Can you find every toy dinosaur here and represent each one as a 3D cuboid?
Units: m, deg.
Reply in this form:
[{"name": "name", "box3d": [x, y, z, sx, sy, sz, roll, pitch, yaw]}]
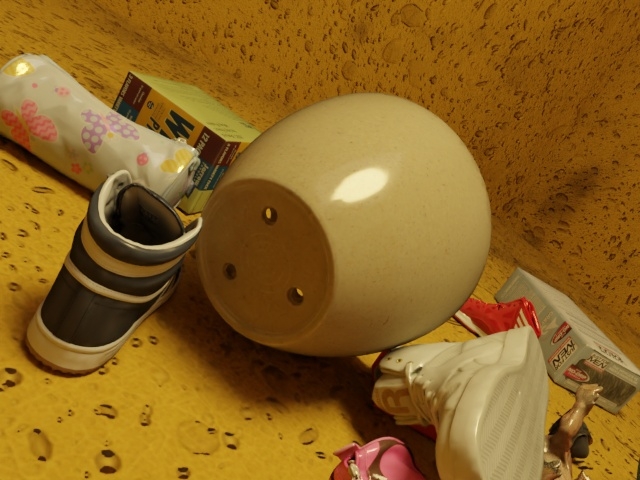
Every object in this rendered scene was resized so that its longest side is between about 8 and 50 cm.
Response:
[{"name": "toy dinosaur", "box3d": [0.237, 0.284, 0.555, 0.295, 0.127, 0.200, -23, 98, -52]}]

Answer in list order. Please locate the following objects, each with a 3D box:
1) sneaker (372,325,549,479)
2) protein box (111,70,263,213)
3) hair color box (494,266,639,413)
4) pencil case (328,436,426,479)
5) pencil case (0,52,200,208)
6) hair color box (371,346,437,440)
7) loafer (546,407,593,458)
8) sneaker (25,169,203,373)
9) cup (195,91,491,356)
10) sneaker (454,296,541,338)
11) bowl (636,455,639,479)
[{"name": "sneaker", "box3d": [0.120, 0.169, 0.520, 0.292, 0.169, 0.108, -12, 87, -62]}, {"name": "protein box", "box3d": [-0.220, -0.165, 0.909, 0.201, 0.136, 0.200, 36, 18, 10]}, {"name": "hair color box", "box3d": [0.589, 0.227, 1.297, 0.185, 0.114, 0.374, 28, 18, -13]}, {"name": "pencil case", "box3d": [0.073, 0.256, 0.403, 0.209, 0.095, 0.098, 54, -8, 51]}, {"name": "pencil case", "box3d": [-0.301, -0.133, 0.715, 0.273, 0.124, 0.113, 31, 19, -4]}, {"name": "hair color box", "box3d": [0.150, 0.212, 0.699, 0.167, 0.053, 0.093, 30, 19, -6]}, {"name": "loafer", "box3d": [0.401, 0.316, 0.844, 0.061, 0.062, 0.170, 48, 24, 25]}, {"name": "sneaker", "box3d": [-0.176, -0.002, 0.539, 0.099, 0.153, 0.282, 30, 18, -10]}, {"name": "cup", "box3d": [0.000, 0.000, 0.605, 0.331, 0.331, 0.237, 39, 28, 17]}, {"name": "sneaker", "box3d": [0.363, 0.143, 1.105, 0.087, 0.128, 0.221, 9, 31, -53]}, {"name": "bowl", "box3d": [0.592, 0.344, 0.642, 0.391, 0.391, 0.077, 41, -13, 24]}]
